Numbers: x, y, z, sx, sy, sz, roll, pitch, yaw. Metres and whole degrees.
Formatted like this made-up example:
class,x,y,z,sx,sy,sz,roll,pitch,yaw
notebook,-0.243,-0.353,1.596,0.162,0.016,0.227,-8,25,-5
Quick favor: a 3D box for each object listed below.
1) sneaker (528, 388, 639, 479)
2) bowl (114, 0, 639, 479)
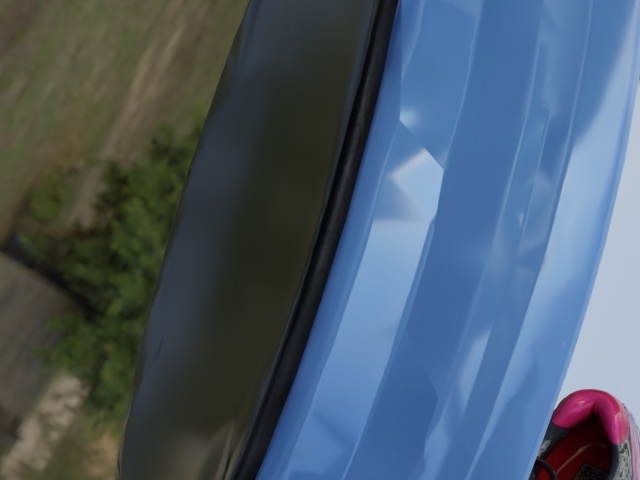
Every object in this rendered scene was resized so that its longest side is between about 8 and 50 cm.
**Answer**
class,x,y,z,sx,sy,sz,roll,pitch,yaw
sneaker,0.135,0.234,1.112,0.299,0.121,0.112,-60,150,-29
bowl,0.000,0.000,0.632,0.391,0.077,0.391,-164,-90,-77
